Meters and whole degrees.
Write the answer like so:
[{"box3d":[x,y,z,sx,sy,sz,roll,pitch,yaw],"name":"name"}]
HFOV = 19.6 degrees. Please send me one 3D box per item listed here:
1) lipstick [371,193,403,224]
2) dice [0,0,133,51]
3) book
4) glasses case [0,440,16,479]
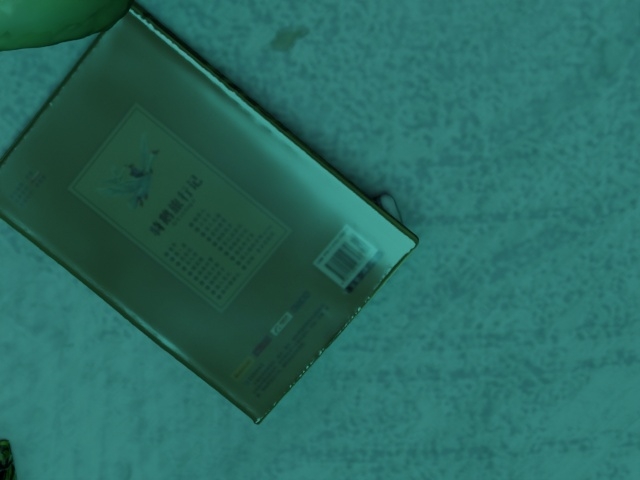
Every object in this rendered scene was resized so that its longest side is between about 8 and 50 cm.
[{"box3d":[0.000,0.000,1.564,0.141,0.040,0.040,-19,112,7],"name":"lipstick"},{"box3d":[-0.278,-0.316,1.275,0.318,0.330,0.322,2,112,-7],"name":"dice"},{"box3d":[-0.104,-0.020,1.534,0.310,0.021,0.217,40,106,-5],"name":"book"},{"box3d":[-0.406,0.239,1.624,0.272,0.095,0.062,-7,114,2],"name":"glasses case"}]
